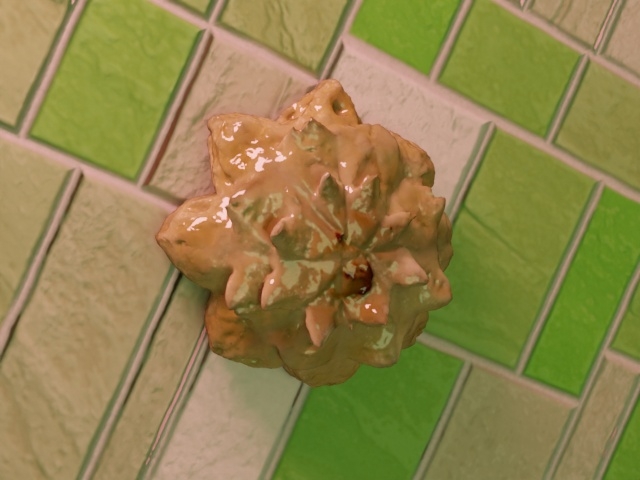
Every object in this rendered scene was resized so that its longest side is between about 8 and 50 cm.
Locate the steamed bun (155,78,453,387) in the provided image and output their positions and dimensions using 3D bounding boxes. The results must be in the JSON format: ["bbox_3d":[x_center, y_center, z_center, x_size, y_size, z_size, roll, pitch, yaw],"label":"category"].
[{"bbox_3d":[0.000,0.000,1.079,0.292,0.137,0.295,10,98,-21],"label":"steamed bun"}]
